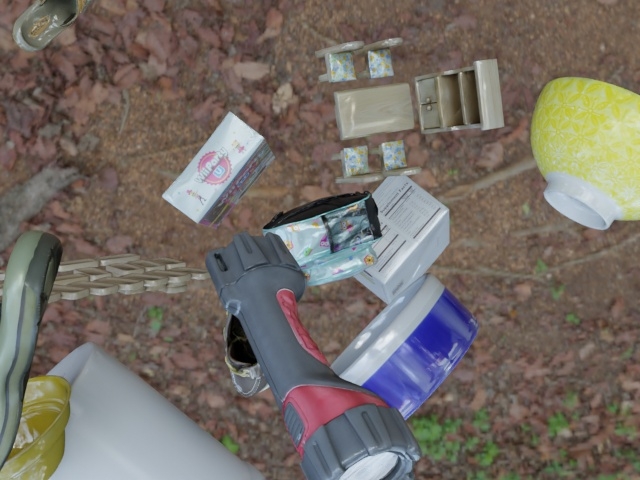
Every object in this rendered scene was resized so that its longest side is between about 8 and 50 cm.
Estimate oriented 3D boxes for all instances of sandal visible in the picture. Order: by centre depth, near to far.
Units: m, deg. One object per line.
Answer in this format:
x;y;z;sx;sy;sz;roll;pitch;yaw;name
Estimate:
-0.300;0.105;0.752;0.086;0.120;0.302;14;123;-18;sandal
-0.382;-0.351;1.247;0.049;0.180;0.072;10;153;51;sandal

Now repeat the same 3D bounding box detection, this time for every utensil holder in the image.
-0.336;0.406;1.407;0.328;0.327;0.385;-35;110;32;utensil holder

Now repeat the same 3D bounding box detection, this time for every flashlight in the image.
-0.012;0.111;0.821;0.103;0.304;0.103;-33;136;4;flashlight

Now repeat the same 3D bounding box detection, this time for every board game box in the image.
-0.212;-0.141;1.836;0.097;0.303;0.224;38;89;3;board game box

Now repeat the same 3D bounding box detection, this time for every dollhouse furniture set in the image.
0.140;-0.211;1.330;0.242;0.212;0.161;-13;-171;-30;dollhouse furniture set

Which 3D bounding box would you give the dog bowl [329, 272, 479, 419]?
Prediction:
0.105;0.175;1.241;0.104;0.265;0.265;44;129;2;dog bowl

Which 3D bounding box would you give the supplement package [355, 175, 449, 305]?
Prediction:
0.156;0.004;1.802;0.145;0.204;0.262;40;174;17;supplement package

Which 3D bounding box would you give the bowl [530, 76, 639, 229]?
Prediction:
0.444;-0.112;1.348;0.289;0.289;0.156;36;84;-30;bowl

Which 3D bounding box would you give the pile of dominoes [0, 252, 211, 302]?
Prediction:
-0.277;0.058;1.017;0.251;0.040;0.196;-9;-168;-39;pile of dominoes

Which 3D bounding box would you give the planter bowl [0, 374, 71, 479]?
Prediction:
-0.417;0.286;1.146;0.217;0.217;0.090;-16;114;18;planter bowl

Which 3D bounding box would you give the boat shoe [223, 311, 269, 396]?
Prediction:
-0.141;0.205;1.659;0.117;0.097;0.324;34;137;20;boat shoe

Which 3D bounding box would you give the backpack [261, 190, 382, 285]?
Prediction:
0.000;0.000;1.425;0.188;0.166;0.144;-11;95;-9;backpack
